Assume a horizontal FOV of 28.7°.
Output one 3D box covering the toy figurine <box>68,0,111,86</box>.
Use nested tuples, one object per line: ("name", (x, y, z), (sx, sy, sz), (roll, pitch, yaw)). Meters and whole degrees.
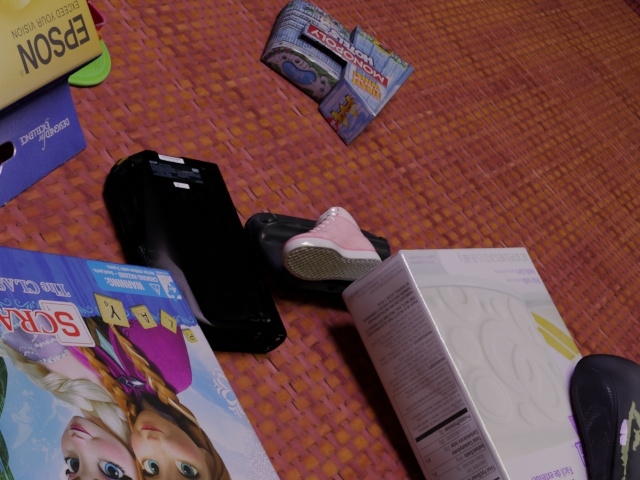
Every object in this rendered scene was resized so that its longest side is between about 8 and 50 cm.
("toy figurine", (-0.243, -0.251, 1.252), (0.130, 0.159, 0.173), (50, 32, 10))

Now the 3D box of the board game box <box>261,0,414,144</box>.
("board game box", (0.024, -0.216, 1.613), (0.194, 0.060, 0.194), (35, 31, -15))

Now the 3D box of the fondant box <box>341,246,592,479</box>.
("fondant box", (0.187, 0.169, 1.269), (0.238, 0.096, 0.330), (-1, 61, -50))

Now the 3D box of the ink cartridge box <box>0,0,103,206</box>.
("ink cartridge box", (-0.295, -0.175, 1.040), (0.303, 0.072, 0.307), (-52, 126, -59))

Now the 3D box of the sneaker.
("sneaker", (0.000, 0.000, 1.256), (0.134, 0.051, 0.070), (9, 45, -48))

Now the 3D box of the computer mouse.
("computer mouse", (0.326, 0.220, 1.236), (0.188, 0.072, 0.272), (24, 43, -34))

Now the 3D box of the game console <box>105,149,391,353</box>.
("game console", (-0.043, 0.023, 1.268), (0.361, 0.044, 0.213), (9, 47, -43))

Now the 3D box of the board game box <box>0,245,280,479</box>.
("board game box", (-0.154, 0.147, 0.835), (0.319, 0.066, 0.318), (11, 44, -57))
